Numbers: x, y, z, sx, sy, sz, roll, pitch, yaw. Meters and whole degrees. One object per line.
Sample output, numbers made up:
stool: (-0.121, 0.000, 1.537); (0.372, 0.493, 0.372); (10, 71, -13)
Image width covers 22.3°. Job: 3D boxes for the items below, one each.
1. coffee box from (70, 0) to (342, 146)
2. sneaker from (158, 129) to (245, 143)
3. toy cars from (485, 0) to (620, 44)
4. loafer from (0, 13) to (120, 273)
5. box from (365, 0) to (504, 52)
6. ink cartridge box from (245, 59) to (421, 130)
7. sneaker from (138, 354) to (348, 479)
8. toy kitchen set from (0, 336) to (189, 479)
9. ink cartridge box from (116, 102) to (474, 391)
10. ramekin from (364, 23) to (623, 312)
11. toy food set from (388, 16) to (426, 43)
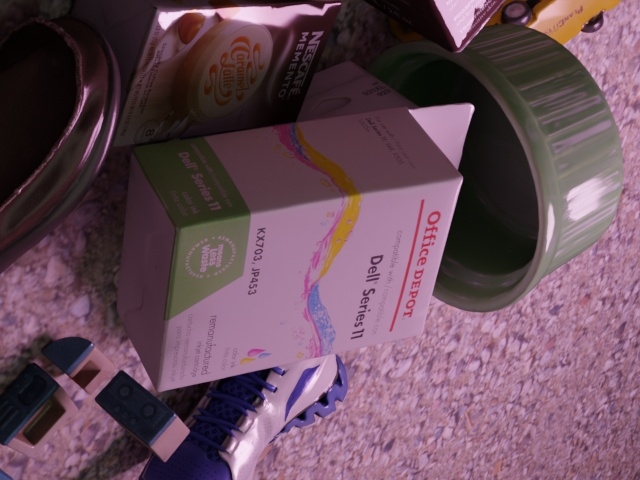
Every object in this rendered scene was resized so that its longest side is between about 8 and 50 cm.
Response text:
coffee box: (-0.110, -0.179, 1.480); (0.246, 0.098, 0.141); (-14, 134, -49)
sneaker: (-0.093, 0.006, 1.651); (0.130, 0.147, 0.330); (-34, 144, -31)
toy cars: (0.216, -0.190, 1.962); (0.176, 0.087, 0.393); (4, 122, -43)
loafer: (-0.302, -0.036, 1.319); (0.366, 0.134, 0.130); (-54, 151, 0)
box: (0.098, -0.324, 1.549); (0.167, 0.168, 0.203); (-48, 145, -8)
ink cartridge box: (0.012, -0.038, 1.732); (0.171, 0.168, 0.232); (-28, 141, -36)
sneaker: (-0.088, 0.169, 1.871); (0.315, 0.127, 0.182); (-41, 145, -35)
toy kitchen set: (-0.263, 0.202, 1.588); (0.207, 0.166, 0.122); (-49, 150, -10)
ink cartridge box: (0.000, 0.000, 1.516); (0.353, 0.119, 0.207); (-11, 134, -24)
ramekin: (0.183, -0.088, 1.762); (0.148, 0.303, 0.303); (-24, 139, -33)
toy food set: (0.137, -0.290, 1.751); (0.128, 0.071, 0.218); (-40, 147, -24)
